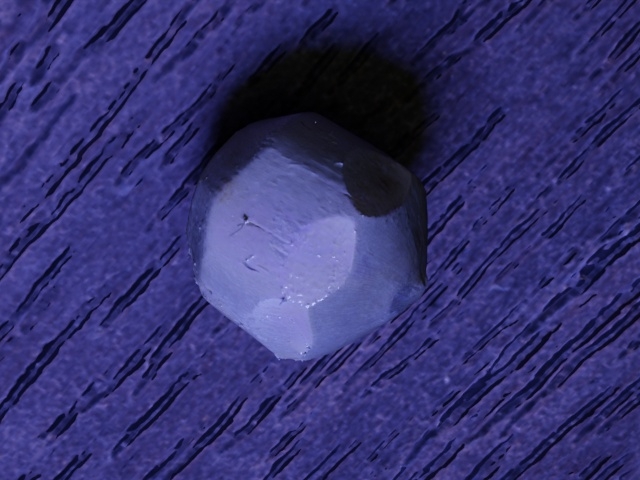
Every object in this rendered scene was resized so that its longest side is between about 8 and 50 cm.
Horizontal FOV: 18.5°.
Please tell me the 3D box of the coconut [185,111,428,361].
[{"bbox_3d":[-0.002,0.002,1.353,0.161,0.162,0.161,-40,154,-25],"label":"coconut"}]
